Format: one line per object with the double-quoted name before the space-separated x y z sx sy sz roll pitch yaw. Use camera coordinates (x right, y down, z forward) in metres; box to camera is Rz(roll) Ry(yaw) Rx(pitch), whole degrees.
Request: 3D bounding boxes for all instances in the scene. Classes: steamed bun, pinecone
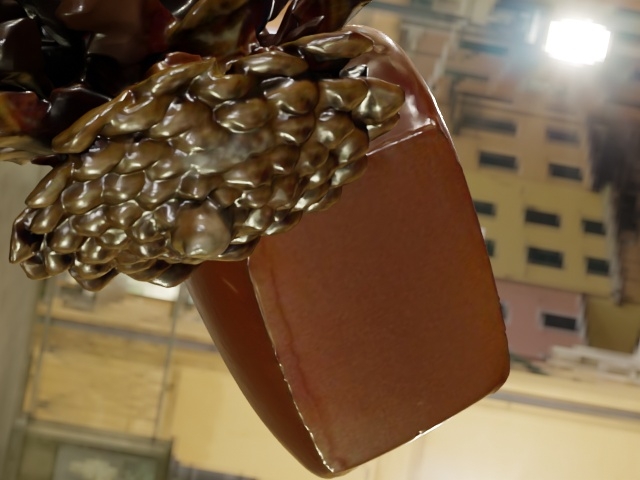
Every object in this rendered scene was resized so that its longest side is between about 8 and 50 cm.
"steamed bun" 0.000 0.000 1.230 0.248 0.235 0.379 53 -13 47
"pinecone" -0.091 -0.110 0.806 0.264 0.264 0.264 -170 -90 -87
